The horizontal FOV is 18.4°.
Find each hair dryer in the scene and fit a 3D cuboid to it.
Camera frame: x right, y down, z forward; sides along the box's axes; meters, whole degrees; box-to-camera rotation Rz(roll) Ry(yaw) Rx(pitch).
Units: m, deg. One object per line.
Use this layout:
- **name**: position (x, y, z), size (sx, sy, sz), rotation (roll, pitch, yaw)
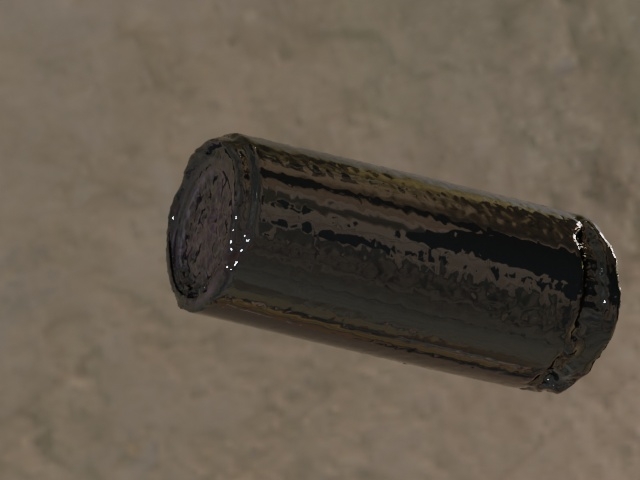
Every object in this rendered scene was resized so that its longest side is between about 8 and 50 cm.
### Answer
- **hair dryer**: position (0.000, 0.000, 0.978), size (0.197, 0.251, 0.089), rotation (12, 94, -25)
